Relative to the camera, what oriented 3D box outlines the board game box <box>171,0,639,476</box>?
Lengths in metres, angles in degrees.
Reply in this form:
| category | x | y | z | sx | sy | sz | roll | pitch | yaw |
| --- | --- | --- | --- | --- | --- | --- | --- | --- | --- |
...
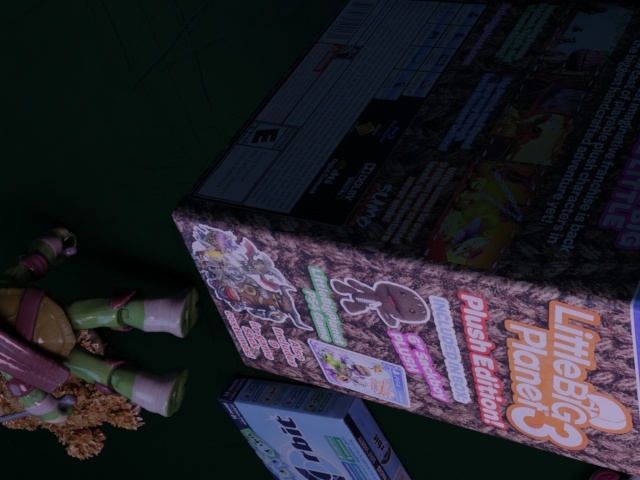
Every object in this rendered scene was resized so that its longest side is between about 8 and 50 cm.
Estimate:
| category | x | y | z | sx | sy | sz | roll | pitch | yaw |
| --- | --- | --- | --- | --- | --- | --- | --- | --- | --- |
| board game box | 0.107 | -0.021 | 0.613 | 0.291 | 0.232 | 0.141 | 12 | 141 | 31 |

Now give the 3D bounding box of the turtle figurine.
| category | x | y | z | sx | sy | sz | roll | pitch | yaw |
| --- | --- | --- | --- | --- | --- | --- | --- | --- | --- |
| turtle figurine | -0.267 | 0.096 | 1.145 | 0.266 | 0.197 | 0.274 | 10 | 152 | 8 |

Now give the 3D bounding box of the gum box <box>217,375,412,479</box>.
| category | x | y | z | sx | sy | sz | roll | pitch | yaw |
| --- | --- | --- | --- | --- | --- | --- | --- | --- | --- |
| gum box | -0.007 | 0.228 | 1.181 | 0.184 | 0.041 | 0.157 | 0 | 133 | 39 |

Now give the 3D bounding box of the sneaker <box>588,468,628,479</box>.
| category | x | y | z | sx | sy | sz | roll | pitch | yaw |
| --- | --- | --- | --- | --- | --- | --- | --- | --- | --- |
| sneaker | 0.302 | 0.286 | 0.974 | 0.170 | 0.063 | 0.075 | 41 | 146 | 0 |

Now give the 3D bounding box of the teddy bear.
| category | x | y | z | sx | sy | sz | roll | pitch | yaw |
| --- | --- | --- | --- | --- | --- | --- | --- | --- | --- |
| teddy bear | -0.370 | 0.189 | 1.382 | 0.338 | 0.113 | 0.245 | 7 | 135 | 34 |

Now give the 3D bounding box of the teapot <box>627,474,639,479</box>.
| category | x | y | z | sx | sy | sz | roll | pitch | yaw |
| --- | --- | --- | --- | --- | --- | --- | --- | --- | --- |
| teapot | 0.349 | 0.254 | 0.770 | 0.187 | 0.256 | 0.252 | 26 | 111 | -30 |
